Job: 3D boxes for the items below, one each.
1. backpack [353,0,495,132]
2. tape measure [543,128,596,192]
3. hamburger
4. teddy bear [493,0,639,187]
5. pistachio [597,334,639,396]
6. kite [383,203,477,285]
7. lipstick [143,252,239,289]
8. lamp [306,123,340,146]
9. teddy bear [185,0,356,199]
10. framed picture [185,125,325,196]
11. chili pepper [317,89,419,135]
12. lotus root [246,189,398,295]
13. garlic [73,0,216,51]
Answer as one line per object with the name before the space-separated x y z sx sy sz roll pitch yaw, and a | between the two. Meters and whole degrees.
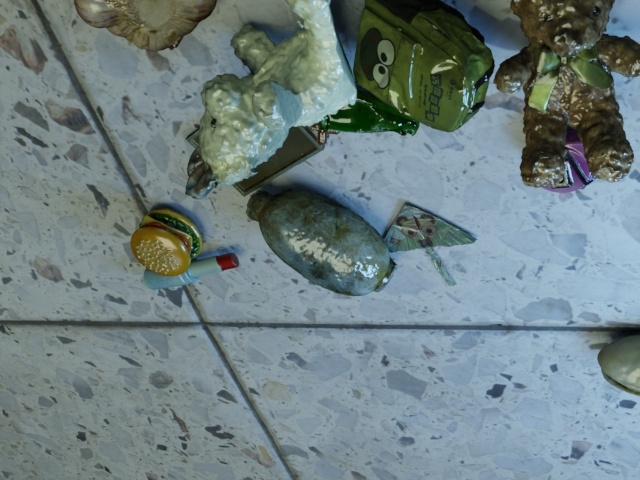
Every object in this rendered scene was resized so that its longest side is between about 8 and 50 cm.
backpack | 0.173 -0.295 1.476 0.253 0.140 0.207 40 145 30
tape measure | 0.433 -0.146 1.599 0.118 0.074 0.125 -6 128 28
hamburger | -0.351 0.004 2.039 0.162 0.115 0.162 11 134 12
teddy bear | 0.394 -0.255 1.388 0.246 0.296 0.222 -5 156 13
pistachio | 0.692 0.261 1.851 0.226 0.135 0.135 2 133 24
kite | 0.226 0.013 1.887 0.229 0.012 0.250 -8 129 33
lipstick | -0.301 0.068 2.115 0.274 0.068 0.061 -13 120 33
lamp | -0.005 -0.227 1.735 0.083 0.031 0.063 41 132 -14
teddy bear | -0.130 -0.280 1.518 0.362 0.327 0.375 -17 131 6
framed picture | -0.137 -0.199 1.825 0.250 0.016 0.184 -28 117 39
chili pepper | 0.079 -0.238 1.668 0.216 0.062 0.108 20 143 2
lotus root | 0.000 0.001 1.862 0.350 0.175 0.175 29 137 -3
garlic | -0.307 -0.449 1.552 0.245 0.160 0.245 -14 144 -10
